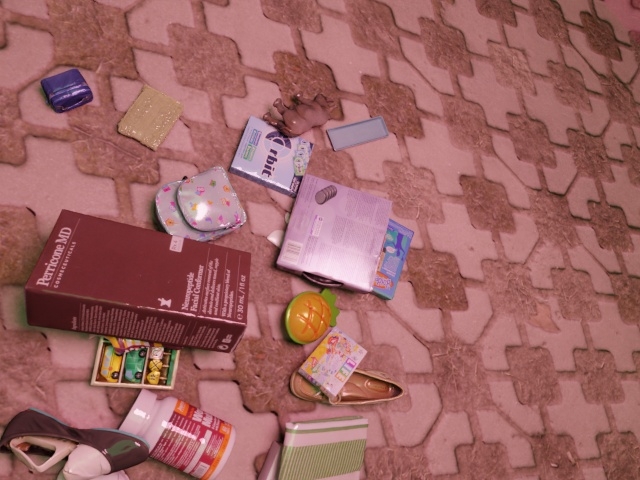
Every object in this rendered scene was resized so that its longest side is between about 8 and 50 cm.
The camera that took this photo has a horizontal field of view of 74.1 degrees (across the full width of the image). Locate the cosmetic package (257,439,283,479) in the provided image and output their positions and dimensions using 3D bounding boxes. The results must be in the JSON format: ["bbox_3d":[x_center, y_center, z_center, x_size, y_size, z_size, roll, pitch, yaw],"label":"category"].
[{"bbox_3d":[-0.107,0.596,0.962,0.099,0.060,0.238,28,71,-14],"label":"cosmetic package"}]

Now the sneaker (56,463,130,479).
[{"bbox_3d":[-0.403,0.552,0.824,0.111,0.129,0.297,-39,94,-20],"label":"sneaker"}]

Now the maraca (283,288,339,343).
[{"bbox_3d":[-0.017,0.185,1.056,0.186,0.099,0.127,-16,99,-46],"label":"maraca"}]

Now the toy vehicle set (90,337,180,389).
[{"bbox_3d":[-0.390,0.187,0.942,0.166,0.035,0.266,10,77,-21],"label":"toy vehicle set"}]

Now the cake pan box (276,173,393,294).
[{"bbox_3d":[0.038,-0.012,1.081,0.246,0.070,0.266,15,74,-2],"label":"cake pan box"}]

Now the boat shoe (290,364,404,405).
[{"bbox_3d":[0.068,0.356,1.056,0.286,0.089,0.104,7,78,-19],"label":"boat shoe"}]

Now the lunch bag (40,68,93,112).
[{"bbox_3d":[-0.572,-0.332,0.957,0.099,0.067,0.065,-34,93,-22],"label":"lunch bag"}]

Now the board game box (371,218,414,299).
[{"bbox_3d":[0.156,0.038,1.165,0.160,0.047,0.210,28,72,-19],"label":"board game box"}]

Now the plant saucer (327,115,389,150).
[{"bbox_3d":[0.110,-0.312,1.236,0.192,0.018,0.067,-20,88,-22],"label":"plant saucer"}]

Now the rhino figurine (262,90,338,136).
[{"bbox_3d":[-0.035,-0.346,1.148,0.106,0.073,0.243,43,48,12],"label":"rhino figurine"}]

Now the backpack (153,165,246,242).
[{"bbox_3d":[-0.283,-0.072,0.979,0.189,0.144,0.165,-25,95,-20],"label":"backpack"}]

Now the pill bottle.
[{"bbox_3d":[-0.302,0.406,0.892,0.221,0.121,0.121,32,71,-12],"label":"pill bottle"}]

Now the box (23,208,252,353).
[{"bbox_3d":[-0.340,0.089,0.850,0.382,0.143,0.191,13,47,-20],"label":"box"}]

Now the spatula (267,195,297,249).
[{"bbox_3d":[0.000,0.000,1.136,0.242,0.019,0.168,37,69,-10],"label":"spatula"}]

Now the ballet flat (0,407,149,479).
[{"bbox_3d":[-0.471,0.401,0.799,0.281,0.096,0.095,9,118,8],"label":"ballet flat"}]

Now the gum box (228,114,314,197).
[{"bbox_3d":[-0.126,-0.220,1.117,0.185,0.041,0.156,22,73,-17],"label":"gum box"}]

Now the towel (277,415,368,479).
[{"bbox_3d":[-0.004,0.575,0.968,0.248,0.038,0.324,13,82,-37],"label":"towel"}]

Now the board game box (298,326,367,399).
[{"bbox_3d":[0.032,0.293,1.029,0.104,0.026,0.154,37,45,12],"label":"board game box"}]

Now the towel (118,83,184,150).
[{"bbox_3d":[-0.410,-0.299,1.033,0.110,0.027,0.148,28,71,-15],"label":"towel"}]

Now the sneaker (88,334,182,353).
[{"bbox_3d":[-0.383,0.206,0.887,0.186,0.069,0.083,26,73,-8],"label":"sneaker"}]
